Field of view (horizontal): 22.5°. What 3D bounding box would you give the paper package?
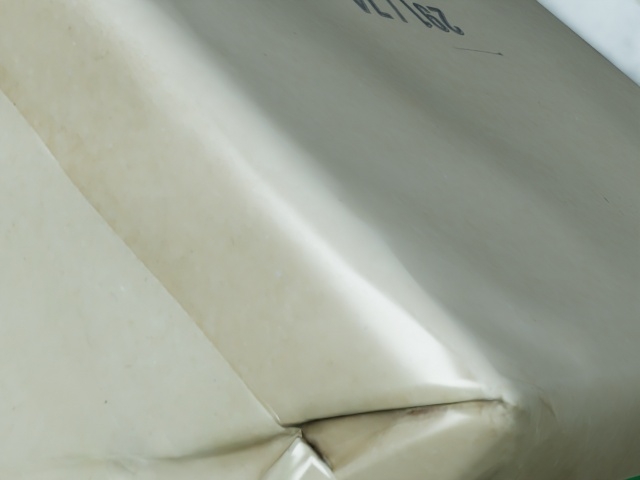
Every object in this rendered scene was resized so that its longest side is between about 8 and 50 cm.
[{"bbox_3d":[0.000,0.000,0.553,0.309,0.325,0.168,45,114,26],"label":"paper package"}]
